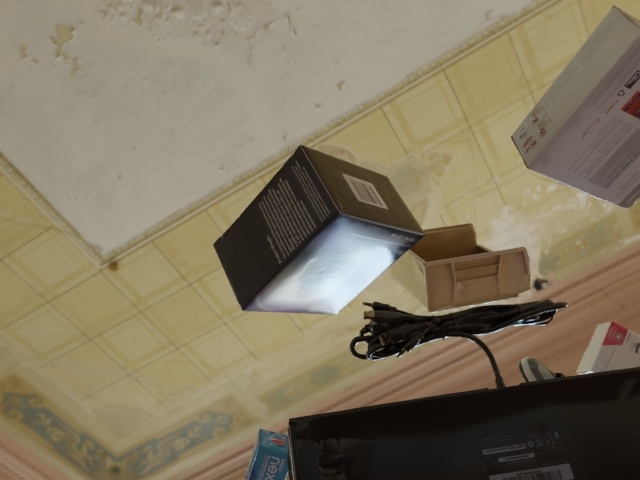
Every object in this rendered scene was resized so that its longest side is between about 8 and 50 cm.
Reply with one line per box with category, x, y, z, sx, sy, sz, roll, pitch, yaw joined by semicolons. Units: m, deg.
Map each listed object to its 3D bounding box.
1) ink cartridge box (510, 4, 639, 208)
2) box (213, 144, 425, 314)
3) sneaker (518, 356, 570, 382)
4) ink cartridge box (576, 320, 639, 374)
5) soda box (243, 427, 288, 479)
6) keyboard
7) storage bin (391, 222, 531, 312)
ink cartridge box;0.593;-0.245;1.125;0.271;0.130;0.309;20;-52;-17
box;0.000;0.000;1.158;0.296;0.183;0.294;10;-47;-48
sneaker;0.620;0.345;1.314;0.295;0.124;0.178;42;-62;-5
ink cartridge box;0.829;0.338;1.516;0.218;0.092;0.159;29;-104;7
soda box;-0.117;0.487;1.122;0.071;0.067;0.210;16;-81;-8
keyboard;0.133;0.128;0.404;0.317;0.202;0.033;-6;-29;-5
storage bin;0.326;0.055;1.374;0.260;0.262;0.123;-9;-75;-10
